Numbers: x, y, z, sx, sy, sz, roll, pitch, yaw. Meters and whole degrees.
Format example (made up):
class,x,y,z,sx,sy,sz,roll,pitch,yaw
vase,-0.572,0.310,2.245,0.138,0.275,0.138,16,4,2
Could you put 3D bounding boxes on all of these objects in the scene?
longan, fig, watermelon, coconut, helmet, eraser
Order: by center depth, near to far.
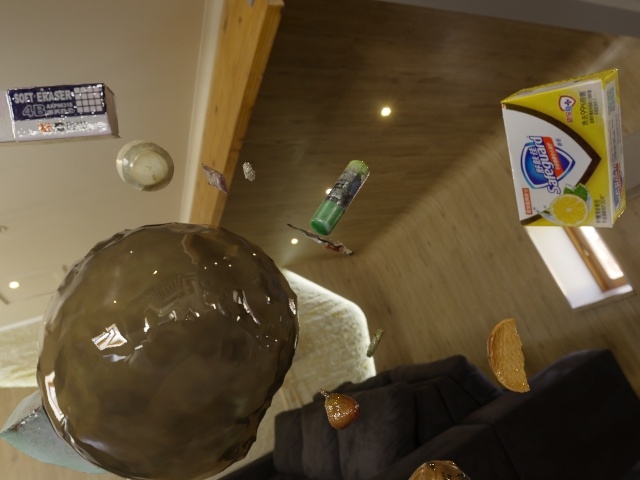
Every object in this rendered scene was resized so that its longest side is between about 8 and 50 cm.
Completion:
class,x,y,z,sx,sy,sz,roll,pitch,yaw
longan,-0.250,0.175,0.702,0.404,0.404,0.435,-5,-51,-45
watermelon,-0.459,0.329,0.889,0.320,0.289,0.213,15,-60,2
eraser,-0.656,-0.304,0.999,0.287,0.130,0.086,-8,5,-7
helmet,0.296,0.681,1.070,0.130,0.224,0.198,31,-66,-20
fig,0.063,0.591,1.451,0.119,0.153,0.119,-33,-33,-24
coconut,-0.687,-0.293,1.603,0.202,0.202,0.222,-14,22,-27

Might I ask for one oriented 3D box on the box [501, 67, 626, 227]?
class,x,y,z,sx,sy,sz,roll,pitch,yaw
box,0.456,-0.159,0.764,0.168,0.265,0.097,5,30,45

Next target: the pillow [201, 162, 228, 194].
class,x,y,z,sx,sy,sz,roll,pitch,yaw
pillow,-0.449,-0.264,1.742,0.043,0.185,0.118,-34,-46,-23

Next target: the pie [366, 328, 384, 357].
class,x,y,z,sx,sy,sz,roll,pitch,yaw
pie,0.140,0.264,1.053,0.084,0.020,0.084,-54,-20,-30

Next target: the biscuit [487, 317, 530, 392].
class,x,y,z,sx,sy,sz,roll,pitch,yaw
biscuit,0.581,0.363,1.280,0.145,0.224,0.033,-3,-14,-22

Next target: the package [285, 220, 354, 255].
class,x,y,z,sx,sy,sz,roll,pitch,yaw
package,0.000,0.000,1.357,0.232,0.166,0.040,22,-88,-51

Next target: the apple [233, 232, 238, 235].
class,x,y,z,sx,sy,sz,roll,pitch,yaw
apple,-0.333,0.069,1.412,0.188,0.173,0.188,-24,12,5

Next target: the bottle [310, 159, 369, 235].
class,x,y,z,sx,sy,sz,roll,pitch,yaw
bottle,0.075,-0.163,1.524,0.330,0.093,0.093,-56,1,-30

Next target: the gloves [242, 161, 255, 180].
class,x,y,z,sx,sy,sz,roll,pitch,yaw
gloves,-0.269,-0.258,1.511,0.044,0.081,0.037,-21,20,36
